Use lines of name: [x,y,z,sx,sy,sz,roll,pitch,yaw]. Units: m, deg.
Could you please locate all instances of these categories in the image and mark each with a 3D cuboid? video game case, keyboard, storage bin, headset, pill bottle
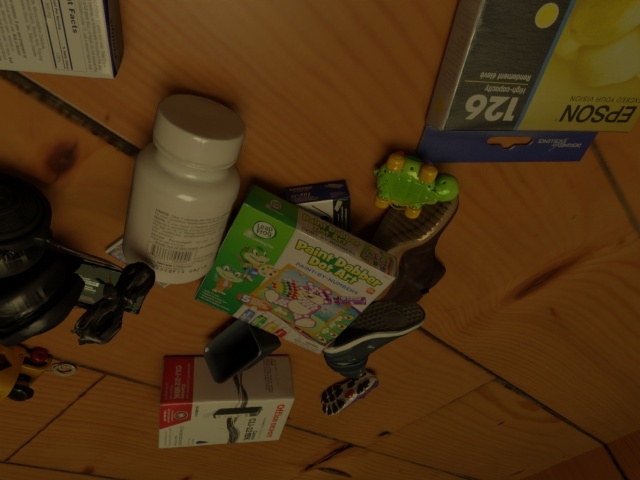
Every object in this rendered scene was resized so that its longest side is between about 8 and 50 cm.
video game case: [-0.272,0.026,0.729,0.087,0.011,0.122,-31,132,16]
keyboard: [-0.391,0.073,0.740,0.192,0.038,0.100,22,101,-29]
storage bin: [-0.152,0.210,0.886,0.135,0.098,0.091,-39,157,22]
headset: [-0.407,0.044,0.562,0.395,0.185,0.243,4,127,7]
pill bottle: [-0.178,-0.063,0.583,0.131,0.131,0.229,10,129,-22]

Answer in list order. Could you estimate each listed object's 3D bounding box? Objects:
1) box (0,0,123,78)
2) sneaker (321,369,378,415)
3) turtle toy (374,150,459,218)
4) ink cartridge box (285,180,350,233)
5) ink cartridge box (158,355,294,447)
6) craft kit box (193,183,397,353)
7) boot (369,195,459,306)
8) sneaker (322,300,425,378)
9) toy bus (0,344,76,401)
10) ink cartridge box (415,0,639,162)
box: [-0.276,-0.238,0.435,0.137,0.072,0.126,1,132,-13]
sneaker: [0.076,0.392,1.123,0.170,0.068,0.071,-35,137,18]
turtle toy: [0.144,-0.087,0.671,0.131,0.066,0.095,19,134,4]
ink cartridge box: [0.000,0.000,0.744,0.098,0.046,0.206,-7,134,-5]
ink cartridge box: [-0.209,0.355,0.983,0.273,0.114,0.196,3,131,-17]
craft kit box: [-0.049,0.062,0.720,0.250,0.060,0.246,26,128,-12]
boot: [0.178,0.020,0.802,0.248,0.090,0.207,-46,142,18]
sneaker: [0.110,0.212,0.945,0.227,0.086,0.163,-16,137,-2]
toy bus: [-0.584,0.247,0.798,0.203,0.104,0.190,-6,134,-8]
ink cartridge box: [0.311,-0.220,0.597,0.304,0.072,0.307,-3,131,-11]
